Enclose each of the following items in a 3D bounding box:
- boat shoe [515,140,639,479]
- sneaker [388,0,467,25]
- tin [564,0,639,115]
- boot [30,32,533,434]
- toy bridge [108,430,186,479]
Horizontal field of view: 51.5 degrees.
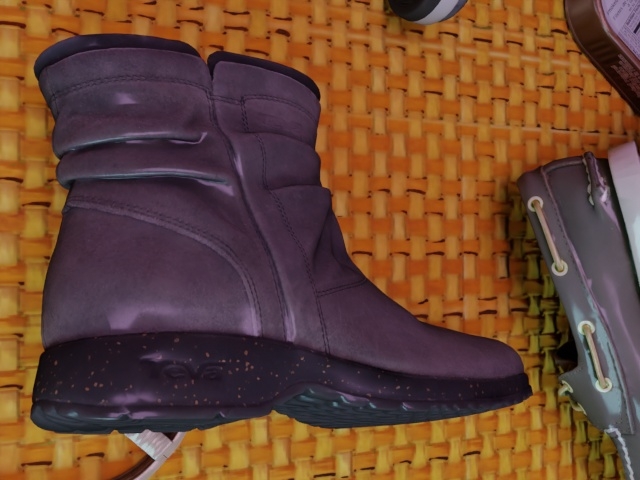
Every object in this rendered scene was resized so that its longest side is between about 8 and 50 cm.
[{"bbox_3d":[0.227,0.080,0.516,0.109,0.091,0.304,-33,110,-63],"label":"boat shoe"},{"bbox_3d":[0.167,-0.282,0.491,0.179,0.124,0.295,15,98,-29],"label":"sneaker"},{"bbox_3d":[0.293,-0.177,0.580,0.190,0.040,0.106,40,71,-16],"label":"tin"},{"bbox_3d":[0.000,0.000,0.412,0.338,0.118,0.222,13,64,-39],"label":"boot"},{"bbox_3d":[-0.117,0.111,0.409,0.063,0.026,0.188,48,73,-17],"label":"toy bridge"}]
